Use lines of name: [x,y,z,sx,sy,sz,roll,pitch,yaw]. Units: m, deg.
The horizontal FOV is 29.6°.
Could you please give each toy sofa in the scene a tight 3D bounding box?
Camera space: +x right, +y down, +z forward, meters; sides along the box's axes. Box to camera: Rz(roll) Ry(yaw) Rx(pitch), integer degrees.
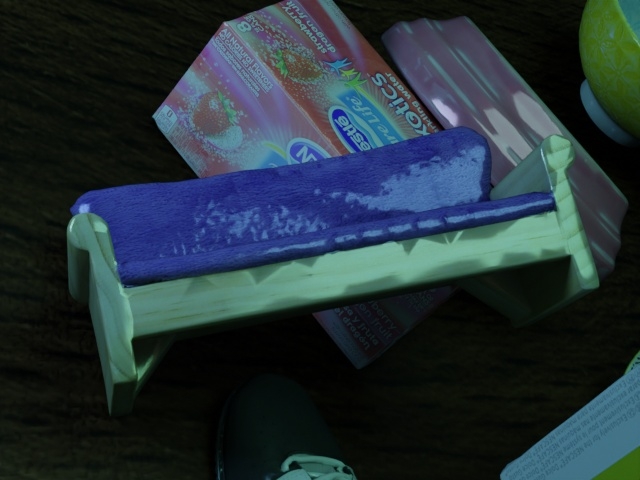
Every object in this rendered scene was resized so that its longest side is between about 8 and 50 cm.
toy sofa: [0.000,0.000,0.885,0.363,0.150,0.177,-10,77,-14]

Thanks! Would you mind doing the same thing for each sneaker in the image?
sneaker: [0.025,0.224,0.857,0.122,0.146,0.330,4,53,-36]

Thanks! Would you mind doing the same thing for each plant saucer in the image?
plant saucer: [0.198,-0.106,1.217,0.332,0.084,0.332,46,13,-14]

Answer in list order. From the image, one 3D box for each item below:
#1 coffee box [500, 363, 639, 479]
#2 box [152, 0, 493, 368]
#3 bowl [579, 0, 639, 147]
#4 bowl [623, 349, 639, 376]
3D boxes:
coffee box: [0.394,0.191,0.782,0.338,0.338,0.334,-7,59,-39]
box: [0.015,-0.060,1.085,0.300,0.142,0.154,51,41,7]
bowl: [0.428,-0.208,1.549,0.289,0.156,0.289,23,44,-24]
bowl: [0.383,0.178,1.225,0.170,0.080,0.170,-2,72,7]
